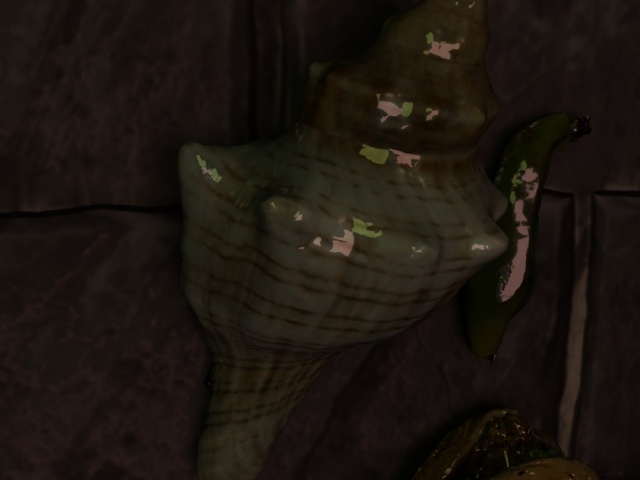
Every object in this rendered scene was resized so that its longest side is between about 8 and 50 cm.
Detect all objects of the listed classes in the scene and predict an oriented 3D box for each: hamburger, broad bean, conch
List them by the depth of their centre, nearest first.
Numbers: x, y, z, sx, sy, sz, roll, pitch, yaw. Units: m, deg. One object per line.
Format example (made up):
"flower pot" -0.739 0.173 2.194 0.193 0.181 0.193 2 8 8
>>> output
"conch" 0.000 -0.001 0.679 0.203 0.169 0.386 30 91 2
"broad bean" 0.139 -0.007 0.787 0.061 0.046 0.195 20 95 -20
"hamburger" 0.144 0.221 0.810 0.185 0.113 0.177 -8 105 -16
